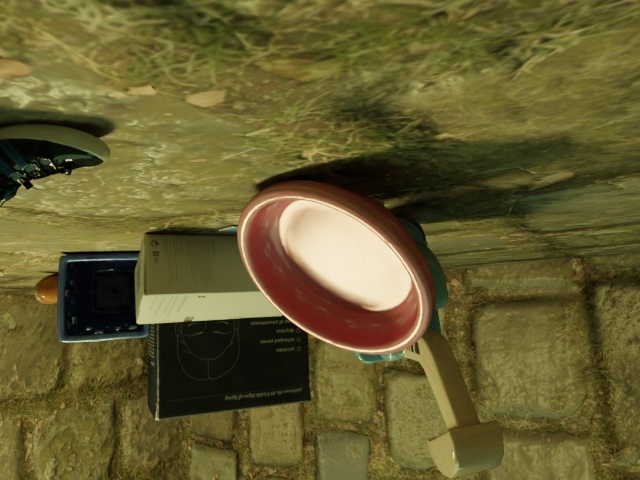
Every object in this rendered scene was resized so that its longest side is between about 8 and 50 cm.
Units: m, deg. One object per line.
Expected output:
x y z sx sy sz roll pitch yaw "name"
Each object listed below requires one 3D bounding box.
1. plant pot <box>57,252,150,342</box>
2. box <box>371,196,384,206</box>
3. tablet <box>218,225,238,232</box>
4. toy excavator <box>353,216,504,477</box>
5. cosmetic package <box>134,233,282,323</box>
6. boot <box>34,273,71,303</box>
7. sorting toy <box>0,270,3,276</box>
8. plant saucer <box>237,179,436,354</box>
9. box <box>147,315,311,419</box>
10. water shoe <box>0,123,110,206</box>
-0.600 0.154 1.448 0.236 0.235 0.212 0 178 -15 "plant pot"
0.033 0.008 0.924 0.186 0.145 0.038 -10 172 35 "box"
-0.175 -0.023 1.113 0.054 0.006 0.083 -10 170 40 "tablet"
0.159 0.157 0.947 0.223 0.431 0.445 -8 177 -8 "toy excavator"
-0.245 0.095 1.246 0.386 0.156 0.217 2 154 -24 "cosmetic package"
-0.843 0.167 1.826 0.220 0.108 0.283 -5 174 25 "boot"
-1.159 0.131 1.603 0.193 0.038 0.208 -6 -177 22 "sorting toy"
0.026 0.038 0.795 0.332 0.332 0.084 -11 -150 44 "plant saucer"
-0.305 0.293 1.649 0.481 0.470 0.297 1 171 -23 "box"
-0.312 -0.066 0.498 0.203 0.080 0.073 -2 172 -8 "water shoe"
